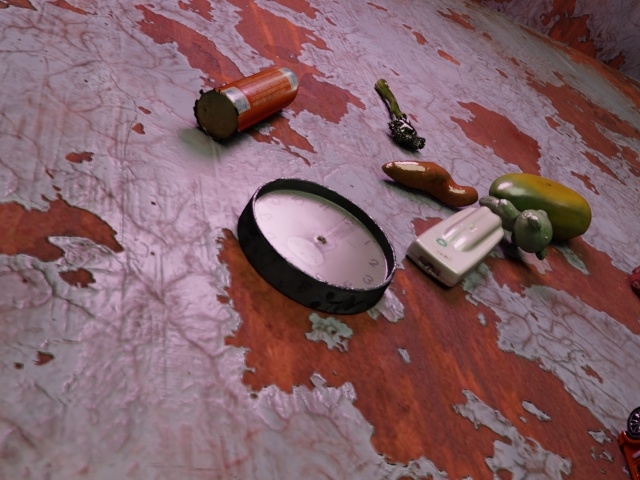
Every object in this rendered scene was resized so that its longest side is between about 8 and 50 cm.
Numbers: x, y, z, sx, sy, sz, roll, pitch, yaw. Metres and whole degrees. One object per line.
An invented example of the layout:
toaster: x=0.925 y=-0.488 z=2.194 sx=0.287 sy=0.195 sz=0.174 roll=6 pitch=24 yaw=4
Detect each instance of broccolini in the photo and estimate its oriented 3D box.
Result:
broccolini: x=0.148 y=-0.261 z=1.259 sx=0.057 sy=0.071 sz=0.254 roll=-20 pitch=39 yaw=0

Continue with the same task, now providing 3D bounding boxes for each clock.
clock: x=0.000 y=0.000 z=0.790 sx=0.214 sy=0.042 sz=0.215 roll=21 pitch=35 yaw=-16

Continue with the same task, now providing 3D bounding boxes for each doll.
doll: x=0.340 y=-0.037 z=1.056 sx=0.150 sy=0.077 sz=0.115 roll=41 pitch=-13 yaw=48

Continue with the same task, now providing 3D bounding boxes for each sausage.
sausage: x=-0.098 y=-0.227 z=0.974 sx=0.083 sy=0.083 sz=0.264 roll=36 pitch=32 yaw=5

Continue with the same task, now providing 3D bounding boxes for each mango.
mango: x=0.420 y=-0.074 z=1.177 sx=0.237 sy=0.091 sz=0.137 roll=21 pitch=28 yaw=-17

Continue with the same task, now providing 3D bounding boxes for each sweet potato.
sweet potato: x=0.196 y=-0.104 z=1.067 sx=0.202 sy=0.058 sz=0.055 roll=18 pitch=15 yaw=-18

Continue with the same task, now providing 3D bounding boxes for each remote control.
remote control: x=0.223 y=-0.001 z=0.961 sx=0.090 sy=0.049 sz=0.230 roll=41 pitch=36 yaw=16

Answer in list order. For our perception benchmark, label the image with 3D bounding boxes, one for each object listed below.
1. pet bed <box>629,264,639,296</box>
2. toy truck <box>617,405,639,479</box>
pet bed: x=0.697 y=0.121 z=1.183 sx=0.201 sy=0.053 sz=0.201 roll=20 pitch=35 yaw=-15
toy truck: x=0.481 y=0.218 z=0.710 sx=0.107 sy=0.253 sz=0.114 roll=27 pitch=38 yaw=-8
